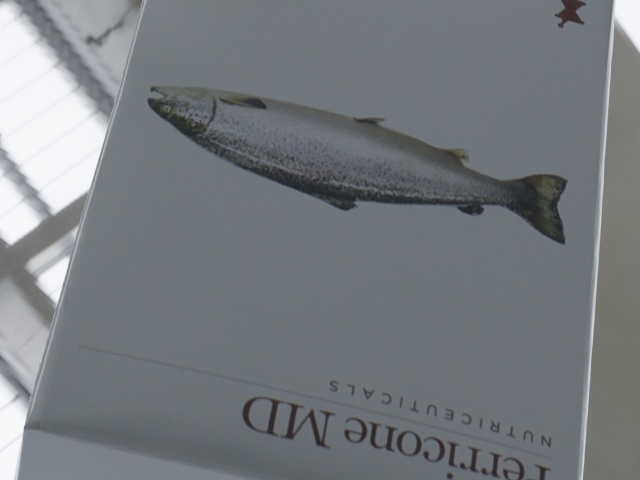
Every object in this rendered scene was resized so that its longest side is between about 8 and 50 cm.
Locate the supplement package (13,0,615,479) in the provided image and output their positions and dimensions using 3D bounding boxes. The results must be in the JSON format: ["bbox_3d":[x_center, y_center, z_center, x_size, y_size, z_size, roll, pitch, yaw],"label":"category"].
[{"bbox_3d":[0.000,0.000,0.393,0.105,0.105,0.179,14,-125,-6],"label":"supplement package"}]
